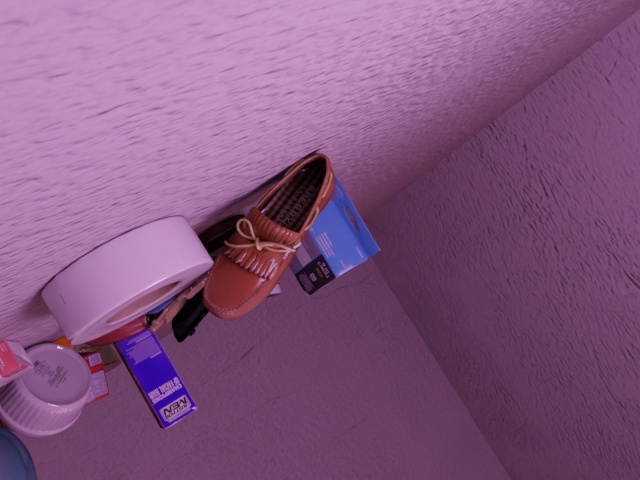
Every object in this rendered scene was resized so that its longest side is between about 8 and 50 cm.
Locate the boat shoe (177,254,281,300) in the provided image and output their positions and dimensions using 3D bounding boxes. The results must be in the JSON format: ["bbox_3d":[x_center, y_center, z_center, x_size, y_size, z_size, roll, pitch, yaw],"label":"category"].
[{"bbox_3d":[-0.248,0.083,1.647,0.136,0.156,0.367,-20,167,37],"label":"boat shoe"}]

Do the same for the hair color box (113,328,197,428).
[{"bbox_3d":[-0.478,0.352,1.707,0.110,0.338,0.185,-31,176,-23],"label":"hair color box"}]

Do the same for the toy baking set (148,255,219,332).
[{"bbox_3d":[-0.272,0.103,1.334,0.197,0.030,0.256,-39,-172,31],"label":"toy baking set"}]

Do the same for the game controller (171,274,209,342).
[{"bbox_3d":[-0.228,0.102,1.421,0.319,0.067,0.166,-51,-164,-9],"label":"game controller"}]

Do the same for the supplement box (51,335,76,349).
[{"bbox_3d":[-0.664,0.277,1.566,0.062,0.036,0.098,-29,176,-22],"label":"supplement box"}]

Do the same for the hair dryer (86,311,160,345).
[{"bbox_3d":[-0.458,0.178,1.429,0.224,0.080,0.294,-22,-171,-29],"label":"hair dryer"}]

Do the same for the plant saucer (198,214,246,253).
[{"bbox_3d":[-0.228,-0.013,1.403,0.168,0.029,0.168,-31,176,-2],"label":"plant saucer"}]

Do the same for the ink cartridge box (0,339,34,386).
[{"bbox_3d":[-0.687,0.278,1.211,0.198,0.067,0.115,-32,176,-17],"label":"ink cartridge box"}]

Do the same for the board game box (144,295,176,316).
[{"bbox_3d":[-0.359,0.120,1.294,0.169,0.033,0.133,-8,-142,20],"label":"board game box"}]

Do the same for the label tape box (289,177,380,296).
[{"bbox_3d":[0.000,0.000,1.776,0.106,0.240,0.334,-27,173,-30],"label":"label tape box"}]

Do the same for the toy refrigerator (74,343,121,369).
[{"bbox_3d":[-0.712,0.371,1.877,0.094,0.102,0.269,-32,175,-1],"label":"toy refrigerator"}]

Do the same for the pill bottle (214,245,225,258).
[{"bbox_3d":[-0.201,0.015,1.586,0.078,0.078,0.137,-35,175,37],"label":"pill bottle"}]

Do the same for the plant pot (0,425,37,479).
[{"bbox_3d":[-0.758,0.482,1.082,0.341,0.341,0.334,-32,154,0],"label":"plant pot"}]

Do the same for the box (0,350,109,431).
[{"bbox_3d":[-0.697,0.384,1.582,0.123,0.128,0.257,-11,-177,35],"label":"box"}]

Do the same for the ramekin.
[{"bbox_3d":[-0.630,0.335,1.411,0.109,0.207,0.207,-45,170,29],"label":"ramekin"}]

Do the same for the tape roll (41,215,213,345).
[{"bbox_3d":[-0.339,0.072,1.094,0.286,0.100,0.286,-31,176,-2],"label":"tape roll"}]

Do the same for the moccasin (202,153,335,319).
[{"bbox_3d":[-0.093,-0.013,1.188,0.380,0.139,0.147,-48,167,-18],"label":"moccasin"}]
